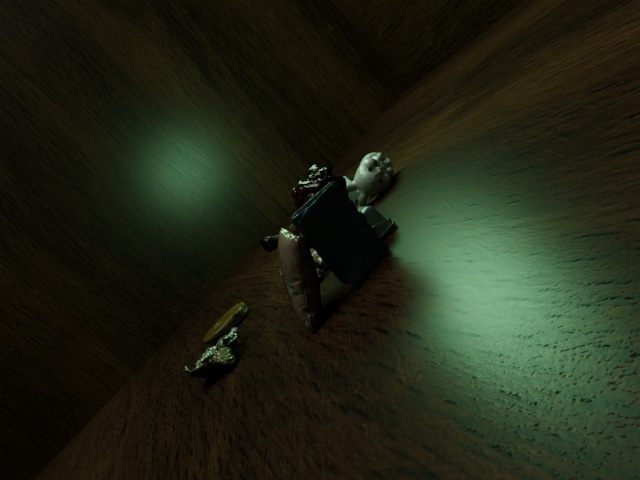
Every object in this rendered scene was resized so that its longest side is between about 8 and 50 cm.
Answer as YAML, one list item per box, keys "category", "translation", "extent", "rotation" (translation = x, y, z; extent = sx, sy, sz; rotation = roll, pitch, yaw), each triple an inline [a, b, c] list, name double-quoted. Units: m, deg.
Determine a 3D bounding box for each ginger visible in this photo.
- category: "ginger"
  translation: [0.001, 0.044, 1.506]
  extent: [0.258, 0.065, 0.149]
  rotation: [-40, 44, -12]

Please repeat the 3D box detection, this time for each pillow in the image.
- category: "pillow"
  translation: [-0.050, 0.088, 1.213]
  extent: [0.083, 0.236, 0.223]
  rotation: [-13, 12, -9]

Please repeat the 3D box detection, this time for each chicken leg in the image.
- category: "chicken leg"
  translation: [-0.044, -0.044, 1.299]
  extent: [0.096, 0.158, 0.407]
  rotation: [-45, 0, -39]

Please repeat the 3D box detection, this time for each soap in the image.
- category: "soap"
  translation: [0.081, -0.180, 2.082]
  extent: [0.160, 0.087, 0.265]
  rotation: [-43, 10, 7]

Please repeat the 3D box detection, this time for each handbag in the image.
- category: "handbag"
  translation: [0.049, -0.014, 1.144]
  extent: [0.144, 0.221, 0.057]
  rotation: [-46, 19, -15]

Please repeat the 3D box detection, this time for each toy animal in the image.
- category: "toy animal"
  translation: [0.171, -0.220, 1.769]
  extent: [0.178, 0.127, 0.193]
  rotation: [-39, 12, 41]

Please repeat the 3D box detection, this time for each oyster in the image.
- category: "oyster"
  translation: [-0.317, 0.353, 1.554]
  extent: [0.214, 0.083, 0.223]
  rotation: [-35, 8, 29]

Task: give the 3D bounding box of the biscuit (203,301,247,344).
- category: "biscuit"
  translation: [-0.364, 0.327, 1.931]
  extent: [0.208, 0.049, 0.181]
  rotation: [-49, 11, -22]

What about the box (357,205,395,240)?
- category: "box"
  translation: [0.101, -0.016, 1.321]
  extent: [0.172, 0.093, 0.124]
  rotation: [-46, 10, -8]

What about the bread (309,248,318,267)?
- category: "bread"
  translation: [0.000, 0.000, 1.632]
  extent: [0.172, 0.103, 0.132]
  rotation: [-51, 10, -11]

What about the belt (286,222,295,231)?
- category: "belt"
  translation: [-0.065, -0.053, 2.123]
  extent: [0.184, 0.105, 0.261]
  rotation: [-41, 8, 34]
